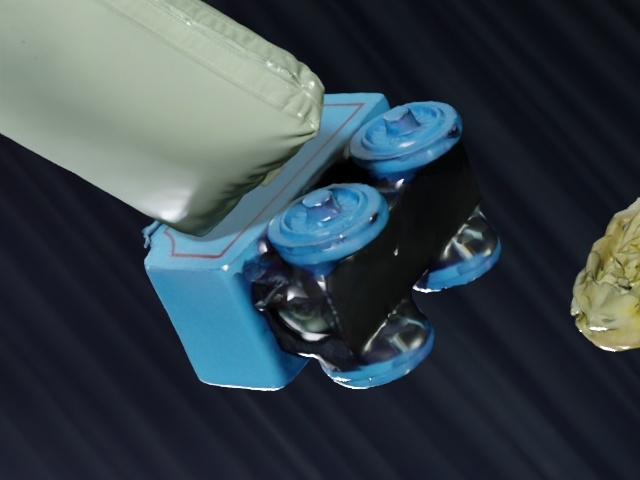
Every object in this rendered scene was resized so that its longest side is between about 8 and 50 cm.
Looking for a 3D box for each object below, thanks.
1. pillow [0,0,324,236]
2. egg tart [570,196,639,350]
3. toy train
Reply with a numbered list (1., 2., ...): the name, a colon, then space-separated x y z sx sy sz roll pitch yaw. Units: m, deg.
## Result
1. pillow: -0.177 -0.133 1.397 0.255 0.322 0.120 -39 -153 54
2. egg tart: 0.295 -0.008 1.138 0.288 0.118 0.288 -37 -167 10
3. toy train: 0.000 0.000 1.600 0.300 0.265 0.188 -49 128 -39
